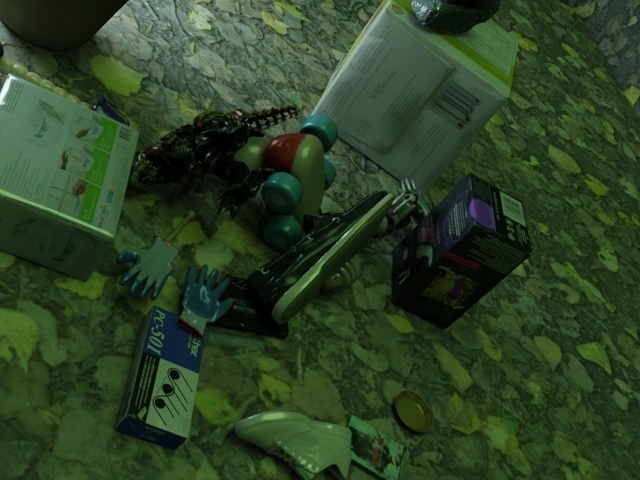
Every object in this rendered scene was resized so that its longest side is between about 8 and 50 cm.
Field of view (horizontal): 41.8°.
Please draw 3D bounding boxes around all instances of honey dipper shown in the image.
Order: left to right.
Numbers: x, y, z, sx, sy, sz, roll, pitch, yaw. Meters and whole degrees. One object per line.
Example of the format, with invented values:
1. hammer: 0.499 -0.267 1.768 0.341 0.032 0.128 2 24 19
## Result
1. honey dipper: -0.257 -0.013 1.469 0.030 0.030 0.161 38 36 -5

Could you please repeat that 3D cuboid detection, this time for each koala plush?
1. koala plush: 0.280 -0.584 1.829 0.203 0.196 0.221 3 50 -52

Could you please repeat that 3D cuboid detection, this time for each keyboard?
1. keyboard: -0.138 0.109 1.461 0.180 0.023 0.108 16 50 -31

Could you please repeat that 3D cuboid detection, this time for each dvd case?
1. dvd case: 0.091 0.359 1.423 0.119 0.013 0.087 35 38 -11

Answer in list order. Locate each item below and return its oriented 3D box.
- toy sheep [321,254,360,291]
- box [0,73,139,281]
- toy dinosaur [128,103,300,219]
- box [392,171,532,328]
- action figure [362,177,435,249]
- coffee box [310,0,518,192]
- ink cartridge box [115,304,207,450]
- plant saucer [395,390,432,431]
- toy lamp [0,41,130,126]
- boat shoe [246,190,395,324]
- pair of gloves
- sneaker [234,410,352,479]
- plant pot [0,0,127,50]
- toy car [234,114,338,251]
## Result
1. toy sheep: 0.034 0.051 1.616 0.091 0.091 0.132 39 43 -4
2. box: -0.431 -0.103 1.325 0.231 0.127 0.262 22 42 -23
3. toy dinosaur: -0.193 -0.174 1.487 0.164 0.322 0.218 47 -2 -38
4. box: 0.278 0.024 1.701 0.143 0.270 0.165 27 40 -19
5. action figure: 0.144 -0.054 1.752 0.099 0.185 0.285 65 24 5
6. coffee box: 0.231 -0.392 2.012 0.338 0.337 0.334 33 38 -8
7. ink cartridge box: -0.236 0.203 1.263 0.097 0.046 0.207 26 40 -21
8. plant saucer: 0.167 0.314 1.531 0.083 0.015 0.083 23 41 -22
9. toy lamp: -0.470 -0.259 1.487 0.274 0.080 0.080 30 39 -11
10. boat shoe: -0.001 0.002 1.518 0.113 0.127 0.340 38 67 15
11. pair of gloves: -0.233 0.067 1.353 0.198 0.023 0.159 35 32 -9
12. sneaker: -0.036 0.325 1.302 0.212 0.080 0.094 18 55 -30
13. plant pot: -0.473 -0.520 1.568 0.323 0.280 0.323 23 40 -22
14. toy car: -0.114 -0.135 1.629 0.238 0.210 0.219 18 50 14
